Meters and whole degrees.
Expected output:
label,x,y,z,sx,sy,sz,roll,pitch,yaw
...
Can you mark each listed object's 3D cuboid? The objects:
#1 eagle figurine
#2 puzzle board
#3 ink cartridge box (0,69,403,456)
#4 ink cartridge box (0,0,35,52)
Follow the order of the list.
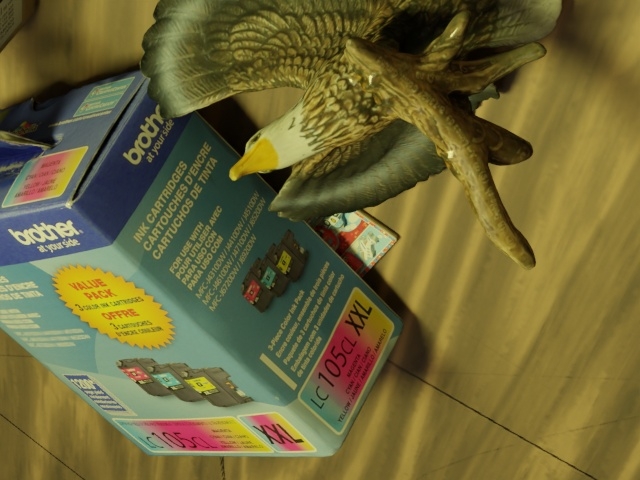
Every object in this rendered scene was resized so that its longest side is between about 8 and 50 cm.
label,x,y,z,sx,sy,sz,roll,pitch,yaw
eagle figurine,0.017,-0.106,1.137,0.298,0.225,0.226,-158,67,-68
puzzle board,0.000,0.000,1.392,0.096,0.011,0.128,34,145,-4
ink cartridge box,-0.164,0.014,1.377,0.270,0.151,0.395,-9,133,47
ink cartridge box,-0.302,-0.179,1.206,0.088,0.235,0.193,26,146,7
